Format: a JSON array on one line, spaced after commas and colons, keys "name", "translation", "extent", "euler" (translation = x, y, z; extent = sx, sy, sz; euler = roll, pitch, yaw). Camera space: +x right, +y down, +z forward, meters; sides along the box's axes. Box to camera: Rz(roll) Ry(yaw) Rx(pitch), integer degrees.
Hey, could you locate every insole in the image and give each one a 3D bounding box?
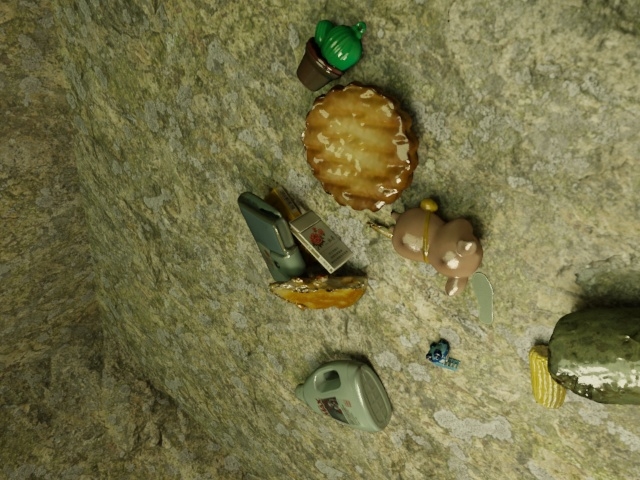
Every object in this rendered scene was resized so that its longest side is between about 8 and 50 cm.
[{"name": "insole", "translation": [0.420, 0.151, 1.139], "extent": [0.053, 0.002, 0.152], "euler": [5, 117, 39]}]

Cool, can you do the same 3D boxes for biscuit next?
[{"name": "biscuit", "translation": [0.101, -0.235, 1.120], "extent": [0.326, 0.107, 0.325], "euler": [19, 126, 28]}]

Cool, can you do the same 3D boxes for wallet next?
[{"name": "wallet", "translation": [-0.140, 0.031, 1.416], "extent": [0.252, 0.083, 0.360], "euler": [31, 150, 47]}]

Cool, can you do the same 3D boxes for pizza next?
[{"name": "pizza", "translation": [-0.010, 0.154, 1.354], "extent": [0.189, 0.297, 0.071], "euler": [98, 168, -59]}]

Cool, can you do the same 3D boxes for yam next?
[{"name": "yam", "translation": [0.624, 0.227, 0.875], "extent": [0.300, 0.195, 0.195], "euler": [-12, 106, 42]}]

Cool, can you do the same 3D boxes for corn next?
[{"name": "corn", "translation": [0.557, 0.336, 1.085], "extent": [0.085, 0.063, 0.165], "euler": [2, 117, 30]}]

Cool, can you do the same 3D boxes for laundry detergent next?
[{"name": "laundry detergent", "translation": [0.048, 0.551, 1.615], "extent": [0.398, 0.125, 0.263], "euler": [-14, 106, 47]}]

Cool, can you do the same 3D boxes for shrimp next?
[{"name": "shrimp", "translation": [0.181, -0.049, 1.218], "extent": [0.114, 0.023, 0.083], "euler": [22, 124, 23]}]

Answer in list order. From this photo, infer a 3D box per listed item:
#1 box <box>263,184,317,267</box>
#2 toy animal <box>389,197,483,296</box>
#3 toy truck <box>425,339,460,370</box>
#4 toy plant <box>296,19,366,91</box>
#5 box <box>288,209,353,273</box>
[{"name": "box", "translation": [-0.100, -0.033, 1.455], "extent": [0.269, 0.043, 0.152], "euler": [55, 140, 3]}, {"name": "toy animal", "translation": [0.277, -0.002, 1.083], "extent": [0.248, 0.149, 0.165], "euler": [32, 148, 38]}, {"name": "toy truck", "translation": [0.355, 0.338, 1.273], "extent": [0.090, 0.056, 0.073], "euler": [42, 140, -4]}, {"name": "toy plant", "translation": [0.025, -0.458, 1.064], "extent": [0.200, 0.105, 0.142], "euler": [-41, 70, 29]}, {"name": "box", "translation": [0.000, 0.000, 1.340], "extent": [0.198, 0.109, 0.029], "euler": [46, 135, 10]}]
